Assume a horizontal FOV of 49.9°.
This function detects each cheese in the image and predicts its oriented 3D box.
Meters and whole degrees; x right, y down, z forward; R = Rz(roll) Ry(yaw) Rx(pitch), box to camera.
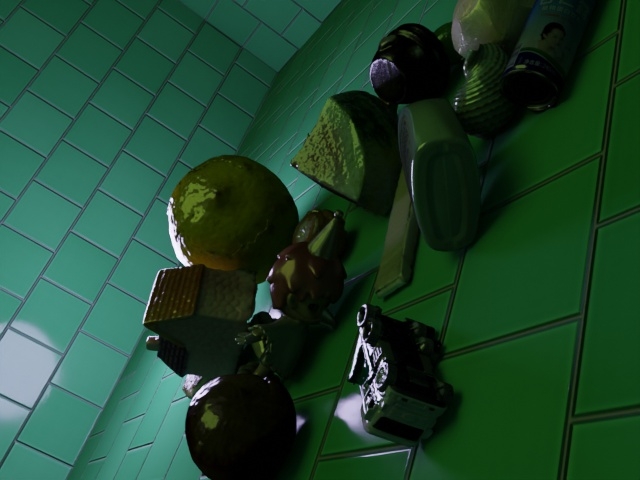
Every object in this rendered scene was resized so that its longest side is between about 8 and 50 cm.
[{"bbox_3d":[0.162,-0.062,1.292,0.085,0.034,0.400,-38,25,45],"label":"cheese"}]

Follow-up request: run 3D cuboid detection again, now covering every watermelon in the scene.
[{"bbox_3d":[0.069,-0.181,1.478,0.231,0.193,0.310,-10,74,22],"label":"watermelon"}]

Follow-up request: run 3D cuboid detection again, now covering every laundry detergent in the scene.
[{"bbox_3d":[0.184,-0.127,1.123,0.105,0.215,0.280,-10,27,4],"label":"laundry detergent"}]

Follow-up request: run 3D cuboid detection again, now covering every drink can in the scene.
[{"bbox_3d":[0.368,-0.326,1.097,0.235,0.097,0.097,-63,18,-20],"label":"drink can"}]

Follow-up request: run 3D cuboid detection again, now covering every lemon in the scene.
[{"bbox_3d":[-0.224,-0.043,1.805,0.350,0.349,0.387,-62,-11,-15],"label":"lemon"}]

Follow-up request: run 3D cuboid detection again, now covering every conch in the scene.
[{"bbox_3d":[0.287,-0.245,1.158,0.135,0.102,0.153,-33,-35,-37],"label":"conch"}]

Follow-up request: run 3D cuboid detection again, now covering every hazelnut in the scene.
[{"bbox_3d":[-0.137,0.337,1.189,0.208,0.208,0.208,-49,19,24],"label":"hazelnut"}]

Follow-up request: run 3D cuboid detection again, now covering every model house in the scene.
[{"bbox_3d":[-0.287,0.183,1.621,0.202,0.237,0.237,-90,14,-48],"label":"model house"}]

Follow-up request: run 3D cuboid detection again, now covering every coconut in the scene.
[{"bbox_3d":[0.313,-0.380,1.234,0.171,0.171,0.183,-44,19,36],"label":"coconut"}]

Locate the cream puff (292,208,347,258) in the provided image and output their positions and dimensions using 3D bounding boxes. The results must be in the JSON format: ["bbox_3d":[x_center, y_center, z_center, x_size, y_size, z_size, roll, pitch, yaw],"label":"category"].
[{"bbox_3d":[0.004,-0.002,1.497,0.144,0.103,0.126,-10,63,67],"label":"cream puff"}]

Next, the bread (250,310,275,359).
[{"bbox_3d":[-0.133,0.212,1.577,0.073,0.053,0.214,-51,17,6],"label":"bread"}]

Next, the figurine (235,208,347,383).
[{"bbox_3d":[-0.034,0.118,1.326,0.387,0.166,0.207,-61,-20,10],"label":"figurine"}]

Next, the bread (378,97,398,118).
[{"bbox_3d":[0.115,-0.250,1.646,0.233,0.088,0.161,-57,21,10],"label":"bread"}]

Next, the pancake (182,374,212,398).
[{"bbox_3d":[-0.297,0.315,1.863,0.254,0.037,0.254,-50,18,23],"label":"pancake"}]

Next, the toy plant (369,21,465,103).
[{"bbox_3d":[0.223,-0.401,1.527,0.235,0.175,0.218,-34,15,-25],"label":"toy plant"}]

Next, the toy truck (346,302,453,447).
[{"bbox_3d":[0.097,0.184,0.938,0.216,0.110,0.116,-100,33,-64],"label":"toy truck"}]
